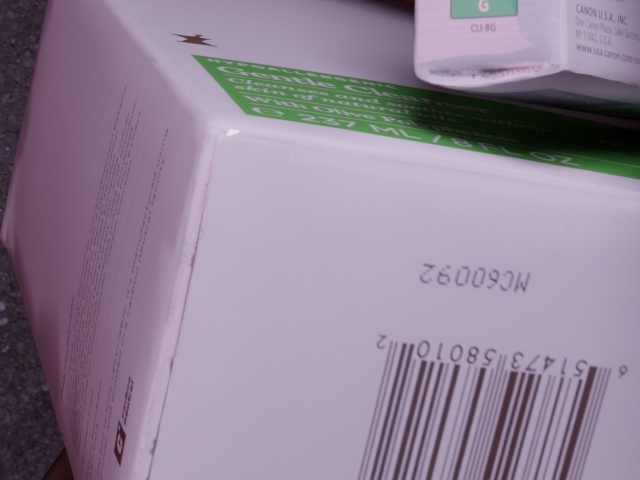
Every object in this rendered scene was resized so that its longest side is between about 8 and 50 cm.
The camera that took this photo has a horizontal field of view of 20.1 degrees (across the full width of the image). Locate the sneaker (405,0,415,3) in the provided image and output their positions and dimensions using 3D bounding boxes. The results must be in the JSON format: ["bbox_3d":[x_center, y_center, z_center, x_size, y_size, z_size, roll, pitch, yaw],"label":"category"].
[{"bbox_3d":[0.072,-0.012,0.919,0.136,0.116,0.314,-179,84,-71],"label":"sneaker"}]

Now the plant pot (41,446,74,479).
[{"bbox_3d":[-0.051,0.142,0.892,0.215,0.215,0.230,-103,30,-59],"label":"plant pot"}]

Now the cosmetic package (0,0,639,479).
[{"bbox_3d":[0.000,0.000,0.672,0.365,0.197,0.155,-130,50,-66],"label":"cosmetic package"}]

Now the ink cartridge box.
[{"bbox_3d":[0.097,-0.151,0.550,0.181,0.056,0.225,2,-92,-55],"label":"ink cartridge box"}]
